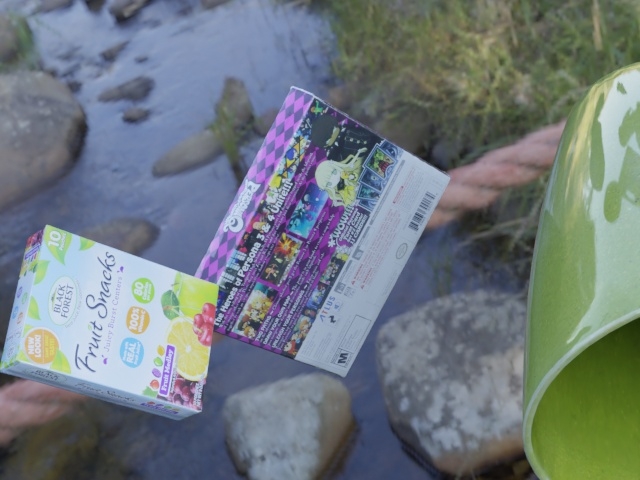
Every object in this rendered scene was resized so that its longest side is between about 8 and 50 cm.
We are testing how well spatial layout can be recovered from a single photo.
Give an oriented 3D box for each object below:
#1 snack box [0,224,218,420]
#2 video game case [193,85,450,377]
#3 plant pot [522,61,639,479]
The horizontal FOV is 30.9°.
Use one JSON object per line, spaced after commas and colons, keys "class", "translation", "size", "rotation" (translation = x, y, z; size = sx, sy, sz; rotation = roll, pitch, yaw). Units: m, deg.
{"class": "snack box", "translation": [-0.144, 0.060, 0.814], "size": [0.037, 0.141, 0.100], "rotation": [-28, 49, 48]}
{"class": "video game case", "translation": [0.000, 0.000, 1.100], "size": [0.042, 0.210, 0.232], "rotation": [31, 95, 47]}
{"class": "plant pot", "translation": [0.267, 0.012, 0.844], "size": [0.274, 0.275, 0.294], "rotation": [-13, 44, 12]}
